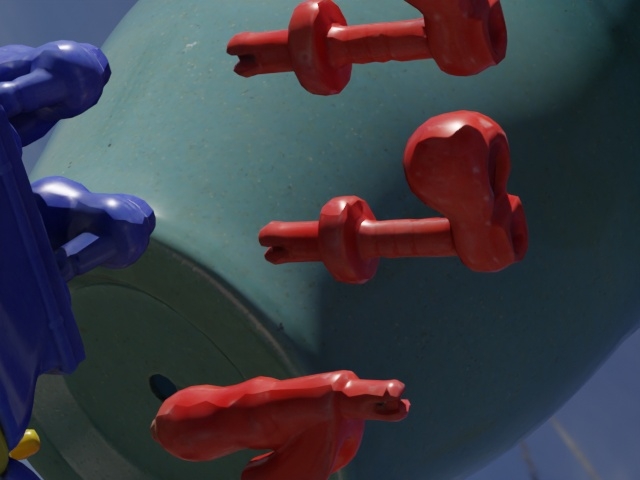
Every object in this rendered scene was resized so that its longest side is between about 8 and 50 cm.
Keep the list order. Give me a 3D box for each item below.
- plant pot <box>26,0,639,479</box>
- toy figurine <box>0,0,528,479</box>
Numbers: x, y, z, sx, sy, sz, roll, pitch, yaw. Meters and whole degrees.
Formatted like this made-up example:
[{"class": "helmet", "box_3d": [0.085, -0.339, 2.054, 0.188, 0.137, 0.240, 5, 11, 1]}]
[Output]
[{"class": "plant pot", "box_3d": [0.000, 0.000, 0.740, 0.271, 0.255, 0.271, 22, -45, 24]}, {"class": "toy figurine", "box_3d": [-0.085, -0.002, 0.353, 0.191, 0.217, 0.362, 0, -62, 27]}]
